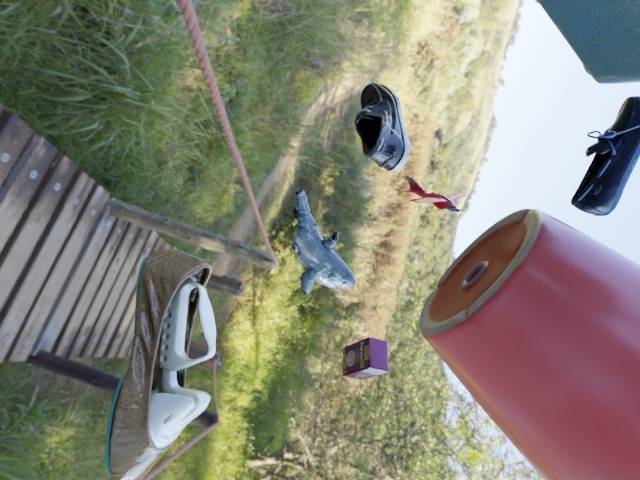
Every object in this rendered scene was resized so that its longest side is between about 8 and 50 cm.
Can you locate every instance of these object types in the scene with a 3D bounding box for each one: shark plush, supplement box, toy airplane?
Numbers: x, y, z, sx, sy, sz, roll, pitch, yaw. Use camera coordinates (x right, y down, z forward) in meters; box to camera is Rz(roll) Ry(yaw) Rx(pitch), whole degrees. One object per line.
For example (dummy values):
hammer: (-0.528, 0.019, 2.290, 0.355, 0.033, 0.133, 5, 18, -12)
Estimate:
shark plush: (0.000, 0.000, 0.592, 0.073, 0.067, 0.161, -46, 125, -62)
supplement box: (0.078, 0.209, 0.728, 0.083, 0.043, 0.055, -40, -142, 48)
toy airplane: (0.214, -0.087, 0.816, 0.151, 0.151, 0.028, -64, 165, -60)

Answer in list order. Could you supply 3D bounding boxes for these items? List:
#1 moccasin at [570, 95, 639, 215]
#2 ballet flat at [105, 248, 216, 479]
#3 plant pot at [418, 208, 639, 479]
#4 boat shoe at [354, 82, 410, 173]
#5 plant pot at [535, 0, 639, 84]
moccasin: (0.811, -0.242, 1.164, 0.137, 0.116, 0.342, 4, 104, -78)
ballet flat: (-0.216, 0.180, 0.604, 0.116, 0.124, 0.343, 55, 38, -70)
plant pot: (0.269, 0.111, 0.481, 0.275, 0.243, 0.275, -50, 178, -3)
boat shoe: (0.105, -0.229, 0.785, 0.084, 0.079, 0.233, 125, -31, -45)
plant pot: (0.359, -0.300, 0.393, 0.252, 0.248, 0.247, -32, -166, 50)
